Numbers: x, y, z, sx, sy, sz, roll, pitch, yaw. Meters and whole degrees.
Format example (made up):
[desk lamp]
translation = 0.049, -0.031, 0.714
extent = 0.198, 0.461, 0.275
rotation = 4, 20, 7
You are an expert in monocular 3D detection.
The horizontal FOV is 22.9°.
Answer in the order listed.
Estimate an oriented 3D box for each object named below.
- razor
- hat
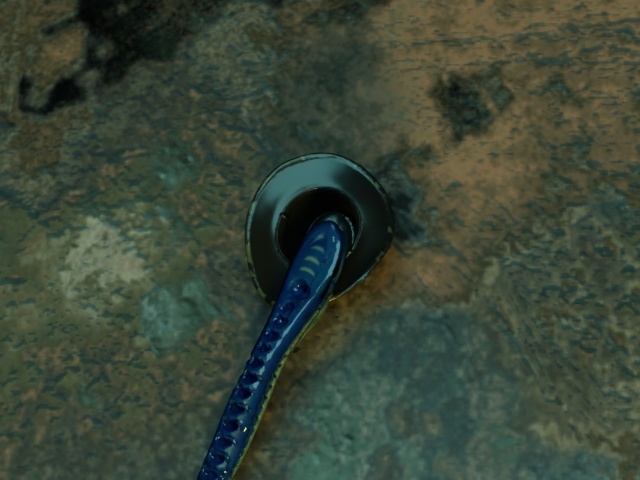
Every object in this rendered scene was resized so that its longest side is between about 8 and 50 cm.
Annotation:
[razor]
translation = -0.067, 0.131, 1.070
extent = 0.093, 0.056, 0.324
rotation = 24, 77, 42
[hat]
translation = 0.000, 0.000, 1.136
extent = 0.121, 0.050, 0.121
rotation = -5, 69, 13
